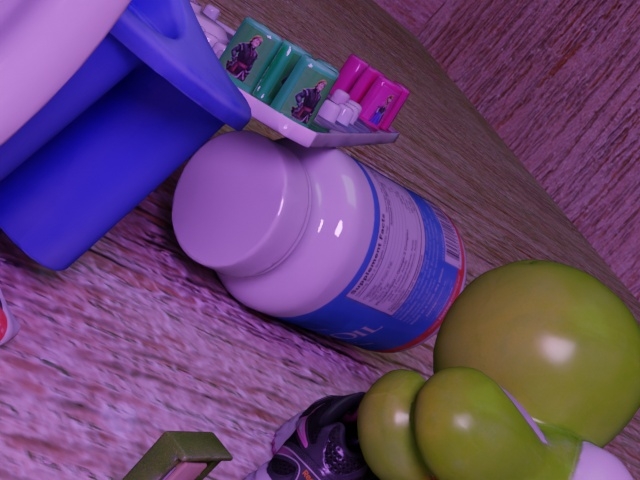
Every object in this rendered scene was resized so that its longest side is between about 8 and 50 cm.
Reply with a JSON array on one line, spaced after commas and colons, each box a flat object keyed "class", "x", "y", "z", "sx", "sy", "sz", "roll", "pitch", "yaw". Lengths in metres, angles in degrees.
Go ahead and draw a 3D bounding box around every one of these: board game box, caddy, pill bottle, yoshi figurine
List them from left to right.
[{"class": "caddy", "x": -0.178, "y": -0.147, "z": 0.645, "sx": 0.341, "sy": 0.179, "sz": 0.241, "roll": 46, "pitch": 6, "yaw": 20}, {"class": "board game box", "x": -0.123, "y": -0.191, "z": 0.965, "sx": 0.390, "sy": 0.050, "sz": 0.390, "roll": 32, "pitch": 9, "yaw": 7}, {"class": "pill bottle", "x": 0.000, "y": 0.000, "z": 0.913, "sx": 0.221, "sy": 0.124, "sz": 0.124, "roll": 25, "pitch": 24, "yaw": -52}, {"class": "yoshi figurine", "x": 0.164, "y": 0.143, "z": 0.722, "sx": 0.362, "sy": 0.203, "sz": 0.203, "roll": 46, "pitch": 18, "yaw": -34}]

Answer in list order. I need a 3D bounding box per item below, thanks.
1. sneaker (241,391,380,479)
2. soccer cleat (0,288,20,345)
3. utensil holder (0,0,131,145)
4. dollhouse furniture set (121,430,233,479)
[{"class": "sneaker", "x": 0.017, "y": 0.116, "z": 0.723, "sx": 0.072, "sy": 0.077, "sz": 0.178, "roll": 45, "pitch": 14, "yaw": 0}, {"class": "soccer cleat", "x": -0.168, "y": 0.015, "z": 0.604, "sx": 0.083, "sy": 0.029, "sz": 0.035, "roll": 50, "pitch": 6, "yaw": 10}, {"class": "utensil holder", "x": -0.265, "y": -0.217, "z": 0.388, "sx": 0.385, "sy": 0.327, "sz": 0.327, "roll": 50, "pitch": 15, "yaw": 24}, {"class": "dollhouse furniture set", "x": -0.029, "y": 0.153, "z": 0.530, "sx": 0.152, "sy": 0.058, "sz": 0.076, "roll": 51, "pitch": 16, "yaw": 26}]
